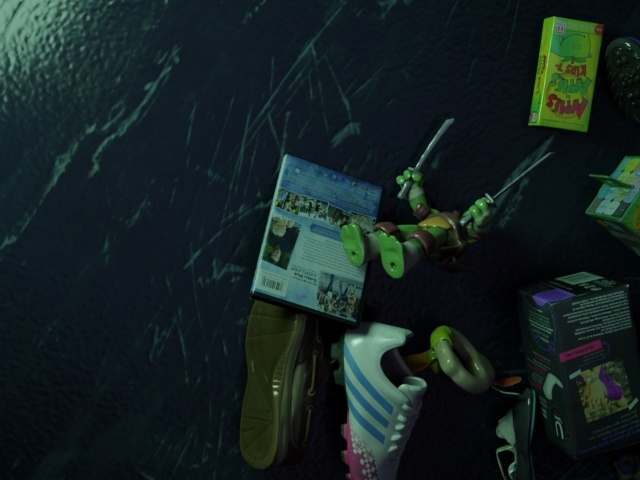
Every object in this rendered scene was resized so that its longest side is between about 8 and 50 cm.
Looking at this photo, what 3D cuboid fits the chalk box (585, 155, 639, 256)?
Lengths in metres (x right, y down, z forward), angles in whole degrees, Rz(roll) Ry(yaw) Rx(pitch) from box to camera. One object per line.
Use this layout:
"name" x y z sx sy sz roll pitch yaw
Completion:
"chalk box" 0.555 -0.060 1.612 0.213 0.132 0.132 36 89 -14

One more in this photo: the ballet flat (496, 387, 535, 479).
"ballet flat" 0.341 0.355 1.654 0.074 0.074 0.203 -6 104 -10

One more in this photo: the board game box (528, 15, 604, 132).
"board game box" 0.415 -0.279 1.603 0.092 0.043 0.181 6 96 -12

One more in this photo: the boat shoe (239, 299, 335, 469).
"boat shoe" -0.043 0.202 1.550 0.123 0.123 0.342 10 83 -42

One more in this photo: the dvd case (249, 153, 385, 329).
"dvd case" 0.000 0.000 1.510 0.180 0.022 0.253 18 65 -13

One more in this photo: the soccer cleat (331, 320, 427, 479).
"soccer cleat" 0.108 0.291 1.545 0.143 0.116 0.331 -3 107 21

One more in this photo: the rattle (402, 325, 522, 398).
"rattle" 0.234 0.243 1.621 0.199 0.130 0.143 33 102 -39

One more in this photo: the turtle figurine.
"turtle figurine" 0.173 -0.060 1.491 0.266 0.275 0.198 -23 58 -35

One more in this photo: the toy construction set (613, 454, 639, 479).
"toy construction set" 0.707 0.367 1.683 0.327 0.215 0.151 -42 144 -9

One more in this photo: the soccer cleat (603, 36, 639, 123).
"soccer cleat" 0.607 -0.234 1.627 0.318 0.108 0.116 48 66 -11

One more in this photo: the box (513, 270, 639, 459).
"box" 0.440 0.205 1.604 0.143 0.165 0.270 -12 99 -9
